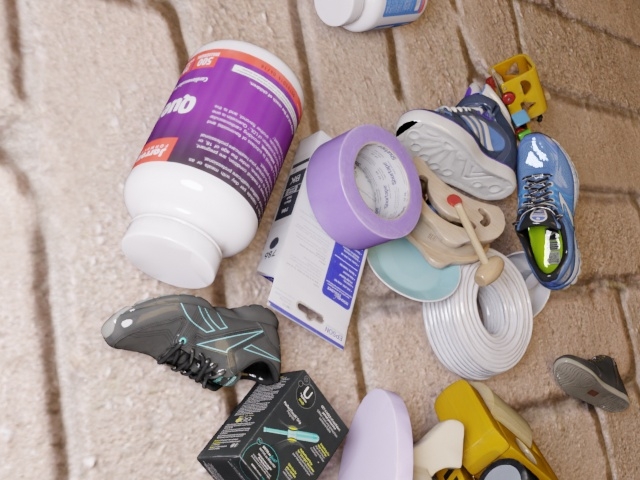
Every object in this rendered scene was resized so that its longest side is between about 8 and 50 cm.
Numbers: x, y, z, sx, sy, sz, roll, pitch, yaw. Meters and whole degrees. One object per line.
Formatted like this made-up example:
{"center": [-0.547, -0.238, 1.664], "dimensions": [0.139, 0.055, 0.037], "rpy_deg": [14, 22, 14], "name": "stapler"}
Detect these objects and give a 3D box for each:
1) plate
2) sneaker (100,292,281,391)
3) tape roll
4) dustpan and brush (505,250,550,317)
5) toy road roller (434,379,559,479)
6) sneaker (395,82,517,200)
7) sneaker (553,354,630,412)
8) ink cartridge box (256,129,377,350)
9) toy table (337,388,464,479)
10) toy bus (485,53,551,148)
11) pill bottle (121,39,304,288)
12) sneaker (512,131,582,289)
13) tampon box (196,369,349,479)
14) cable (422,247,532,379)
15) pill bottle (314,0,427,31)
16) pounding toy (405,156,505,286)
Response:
{"center": [0.162, 0.036, 1.295], "dimensions": [0.188, 0.024, 0.188], "rpy_deg": [12, 49, -14], "name": "plate"}
{"center": [-0.152, 0.135, 0.946], "dimensions": [0.267, 0.101, 0.106], "rpy_deg": [9, 54, -41], "name": "sneaker"}
{"center": [0.072, -0.085, 1.167], "dimensions": [0.189, 0.080, 0.189], "rpy_deg": [15, 67, -39], "name": "tape roll"}
{"center": [0.475, 0.073, 1.589], "dimensions": [0.211, 0.060, 0.147], "rpy_deg": [-28, 97, -44], "name": "dustpan and brush"}
{"center": [0.266, 0.426, 1.225], "dimensions": [0.202, 0.240, 0.329], "rpy_deg": [42, 15, -25], "name": "toy road roller"}
{"center": [0.274, -0.239, 1.470], "dimensions": [0.322, 0.130, 0.236], "rpy_deg": [25, 53, -31], "name": "sneaker"}
{"center": [0.598, 0.293, 1.639], "dimensions": [0.222, 0.083, 0.118], "rpy_deg": [34, 37, -23], "name": "sneaker"}
{"center": [0.000, 0.000, 1.170], "dimensions": [0.165, 0.065, 0.333], "rpy_deg": [37, 53, -29], "name": "ink cartridge box"}
{"center": [0.133, 0.373, 1.069], "dimensions": [0.160, 0.252, 0.274], "rpy_deg": [19, 74, -20], "name": "toy table"}
{"center": [0.451, -0.309, 1.607], "dimensions": [0.191, 0.104, 0.202], "rpy_deg": [66, 10, 6], "name": "toy bus"}
{"center": [-0.147, -0.104, 0.983], "dimensions": [0.181, 0.181, 0.323], "rpy_deg": [38, 54, -29], "name": "pill bottle"}
{"center": [0.462, -0.065, 1.482], "dimensions": [0.147, 0.129, 0.330], "rpy_deg": [8, 72, -63], "name": "sneaker"}
{"center": [-0.062, 0.278, 0.996], "dimensions": [0.120, 0.101, 0.161], "rpy_deg": [56, 47, -15], "name": "tampon box"}
{"center": [0.304, 0.137, 1.390], "dimensions": [0.257, 0.089, 0.257], "rpy_deg": [36, 55, -30], "name": "cable"}
{"center": [0.094, -0.457, 1.358], "dimensions": [0.221, 0.124, 0.124], "rpy_deg": [-24, 94, -45], "name": "pill bottle"}
{"center": [0.247, -0.052, 1.284], "dimensions": [0.154, 0.155, 0.269], "rpy_deg": [-28, 67, -34], "name": "pounding toy"}
